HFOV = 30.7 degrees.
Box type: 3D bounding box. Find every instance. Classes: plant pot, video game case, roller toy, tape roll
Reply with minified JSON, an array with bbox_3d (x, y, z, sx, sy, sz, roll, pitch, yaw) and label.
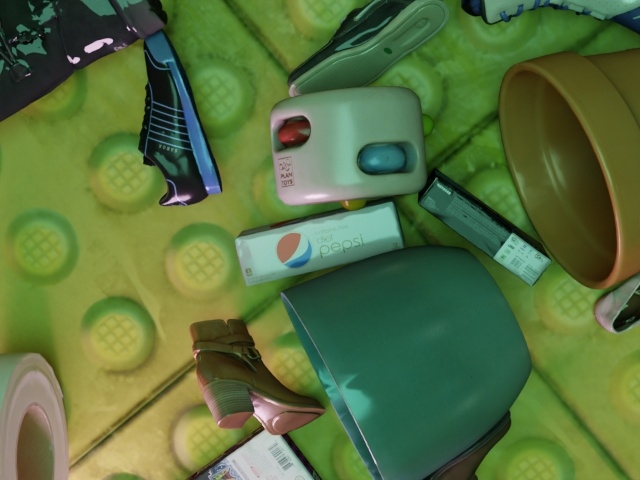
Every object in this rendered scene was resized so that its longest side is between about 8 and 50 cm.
[{"bbox_3d":[0.119,0.139,1.460,0.235,0.293,0.293,-28,95,-6],"label":"plant pot"},{"bbox_3d":[-0.080,0.398,1.625,0.210,0.042,0.232,-37,94,7],"label":"video game case"},{"bbox_3d":[0.033,-0.110,1.461,0.209,0.191,0.146,-5,91,13],"label":"roller toy"},{"bbox_3d":[-0.416,0.287,1.516,0.100,0.286,0.286,-4,98,5],"label":"tape roll"},{"bbox_3d":[0.372,-0.110,1.414,0.204,0.291,0.290,-21,96,-10],"label":"plant pot"}]

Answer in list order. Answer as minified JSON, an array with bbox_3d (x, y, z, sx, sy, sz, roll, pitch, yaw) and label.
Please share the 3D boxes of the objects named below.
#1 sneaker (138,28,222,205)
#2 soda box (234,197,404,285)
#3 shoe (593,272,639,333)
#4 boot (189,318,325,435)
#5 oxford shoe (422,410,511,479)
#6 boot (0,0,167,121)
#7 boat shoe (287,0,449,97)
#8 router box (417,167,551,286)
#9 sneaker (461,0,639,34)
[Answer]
[{"bbox_3d":[-0.205,-0.157,1.534,0.091,0.081,0.232,-18,97,1],"label":"sneaker"},{"bbox_3d":[0.000,0.000,1.544,0.216,0.074,0.069,-14,97,6],"label":"soda box"},{"bbox_3d":[0.460,0.053,1.524,0.219,0.058,0.076,-37,94,9],"label":"shoe"},{"bbox_3d":[-0.085,0.179,1.571,0.073,0.197,0.152,-41,54,28],"label":"boot"},{"bbox_3d":[0.182,0.311,1.584,0.227,0.083,0.096,-45,113,9],"label":"oxford shoe"},{"bbox_3d":[-0.476,-0.321,1.491,0.445,0.146,0.367,-28,92,7],"label":"boot"},{"bbox_3d":[0.055,-0.259,1.513,0.233,0.084,0.079,-33,57,15],"label":"boat shoe"},{"bbox_3d":[0.207,-0.020,1.495,0.179,0.133,0.046,36,100,-2],"label":"router box"},{"bbox_3d":[0.274,-0.325,1.438,0.316,0.127,0.182,34,106,-18],"label":"sneaker"}]
